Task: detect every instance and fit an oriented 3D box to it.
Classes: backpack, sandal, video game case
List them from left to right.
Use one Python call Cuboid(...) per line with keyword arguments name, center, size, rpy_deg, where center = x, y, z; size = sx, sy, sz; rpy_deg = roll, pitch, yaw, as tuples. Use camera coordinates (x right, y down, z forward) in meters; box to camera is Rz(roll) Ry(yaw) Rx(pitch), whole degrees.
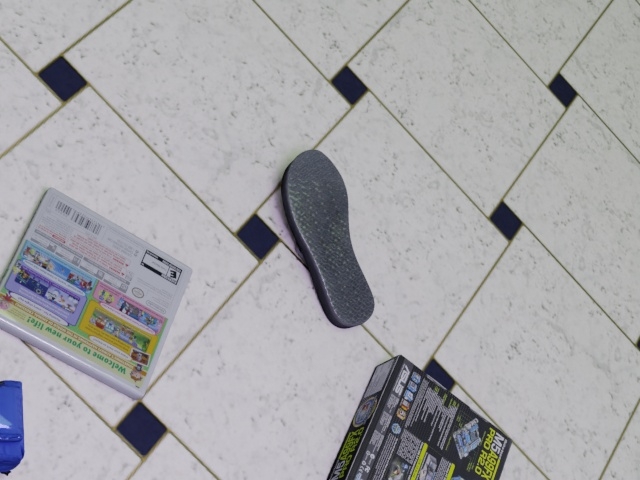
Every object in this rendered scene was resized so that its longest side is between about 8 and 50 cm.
Cuboid(name="backpack", center=(-0.378, 0.190, 1.313), size=(0.120, 0.101, 0.098), rpy_deg=(4, 59, -24))
Cuboid(name="video game case", center=(-0.277, 0.064, 1.508), size=(0.212, 0.023, 0.193), rpy_deg=(32, 54, -20))
Cuboid(name="sandal", center=(-0.001, 0.001, 1.719), size=(0.097, 0.054, 0.254), rpy_deg=(-12, 85, -31))

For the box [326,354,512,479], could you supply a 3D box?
Cuboid(name="box", center=(0.125, 0.320, 1.641), size=(0.216, 0.060, 0.270), rpy_deg=(38, 53, -15))
